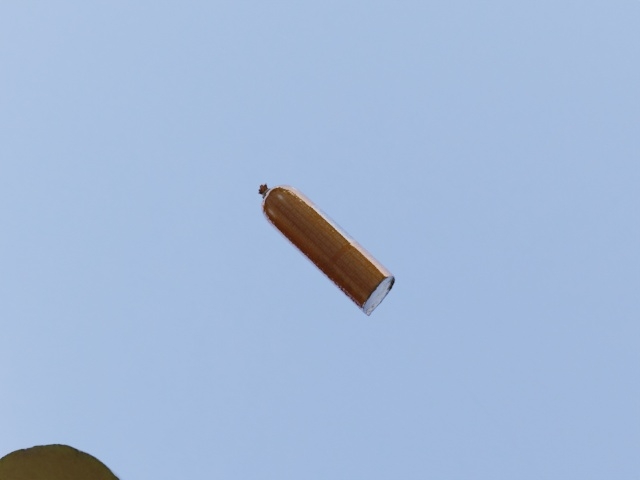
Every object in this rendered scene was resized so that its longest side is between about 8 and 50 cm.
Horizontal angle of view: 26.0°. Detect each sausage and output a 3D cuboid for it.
[{"bbox_3d":[0.000,0.000,0.841,0.107,0.031,0.031,42,-89,23],"label":"sausage"}]

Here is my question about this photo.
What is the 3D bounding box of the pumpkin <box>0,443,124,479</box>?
[{"bbox_3d":[-0.190,0.265,1.057,0.217,0.110,0.217,-4,-100,23],"label":"pumpkin"}]
